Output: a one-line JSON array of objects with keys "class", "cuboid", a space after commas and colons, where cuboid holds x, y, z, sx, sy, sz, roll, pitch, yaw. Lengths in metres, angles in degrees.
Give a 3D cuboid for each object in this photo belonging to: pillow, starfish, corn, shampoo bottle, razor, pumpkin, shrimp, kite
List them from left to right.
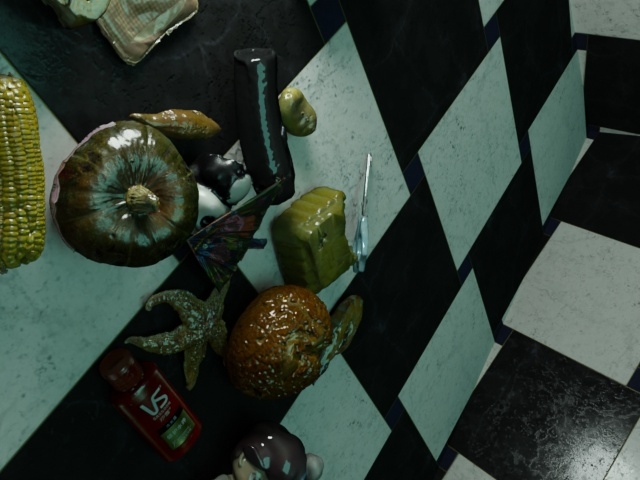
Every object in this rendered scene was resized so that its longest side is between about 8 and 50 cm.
[{"class": "corn", "cuboid": [-0.490, -0.106, 0.915, 0.102, 0.102, 0.313, -7, 109, -50]}, {"class": "pumpkin", "cuboid": [-0.332, -0.074, 1.017, 0.260, 0.189, 0.260, -7, 103, -30]}, {"class": "pillow", "cuboid": [-0.319, -0.430, 1.062, 0.211, 0.034, 0.135, -53, 139, -22]}, {"class": "shampoo bottle", "cuboid": [-0.366, 0.356, 1.251, 0.118, 0.076, 0.314, -44, 134, -27]}, {"class": "starfish", "cuboid": [-0.286, 0.215, 1.316, 0.299, 0.060, 0.302, -41, 132, -38]}, {"class": "kite", "cuboid": [-0.190, -0.007, 1.215, 0.234, 0.016, 0.321, 3, 123, -51]}, {"class": "razor", "cuboid": [-0.125, -0.250, 1.259, 0.189, 0.107, 0.327, -98, 180, -62]}, {"class": "shrimp", "cuboid": [0.051, 0.310, 1.763, 0.317, 0.062, 0.164, -59, 143, -22]}]

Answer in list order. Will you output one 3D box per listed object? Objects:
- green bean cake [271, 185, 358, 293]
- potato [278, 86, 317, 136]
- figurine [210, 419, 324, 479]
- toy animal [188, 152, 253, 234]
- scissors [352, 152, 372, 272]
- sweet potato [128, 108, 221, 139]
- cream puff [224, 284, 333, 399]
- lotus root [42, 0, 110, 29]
[{"class": "green bean cake", "cuboid": [0.000, 0.000, 1.535, 0.233, 0.124, 0.236, -41, 131, -35]}, {"class": "potato", "cuboid": [-0.061, -0.309, 1.391, 0.091, 0.070, 0.138, -54, 137, -15]}, {"class": "figurine", "cuboid": [-0.189, 0.614, 1.460, 0.365, 0.206, 0.218, -37, 115, -35]}, {"class": "toy animal", "cuboid": [-0.231, -0.093, 1.205, 0.179, 0.138, 0.166, -60, 167, -5]}, {"class": "scissors", "cuboid": [0.131, -0.084, 1.691, 0.191, 0.029, 0.360, 126, -27, -82]}, {"class": "sweet potato", "cuboid": [-0.288, -0.235, 1.155, 0.206, 0.060, 0.068, -7, 71, -48]}, {"class": "cream puff", "cuboid": [-0.087, 0.260, 1.442, 0.303, 0.212, 0.303, -32, 132, -46]}, {"class": "lotus root", "cuboid": [-0.411, -0.442, 0.873, 0.138, 0.119, 0.235, -55, 138, -14]}]
